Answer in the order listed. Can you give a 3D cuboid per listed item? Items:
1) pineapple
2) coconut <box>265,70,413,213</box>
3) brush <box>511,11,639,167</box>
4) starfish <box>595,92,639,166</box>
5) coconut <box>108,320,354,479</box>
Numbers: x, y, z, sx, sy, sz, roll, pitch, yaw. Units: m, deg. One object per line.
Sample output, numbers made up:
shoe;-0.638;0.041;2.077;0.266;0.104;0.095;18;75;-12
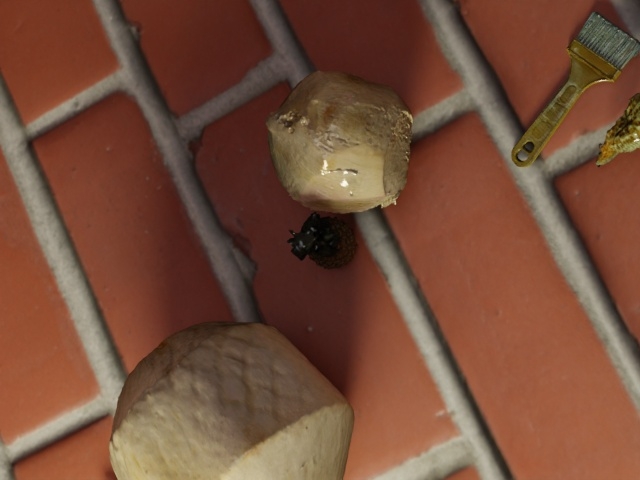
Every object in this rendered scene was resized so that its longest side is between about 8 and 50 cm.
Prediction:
pineapple;0.000;0.000;1.571;0.074;0.159;0.074;-1;85;16
coconut;0.018;-0.128;1.567;0.194;0.194;0.194;-2;82;17
brush;0.314;-0.185;1.571;0.082;0.010;0.218;41;97;28
starfish;0.445;-0.205;1.394;0.078;0.347;0.358;24;95;-21
coconut;-0.100;0.269;1.509;0.328;0.329;0.329;-2;82;17
